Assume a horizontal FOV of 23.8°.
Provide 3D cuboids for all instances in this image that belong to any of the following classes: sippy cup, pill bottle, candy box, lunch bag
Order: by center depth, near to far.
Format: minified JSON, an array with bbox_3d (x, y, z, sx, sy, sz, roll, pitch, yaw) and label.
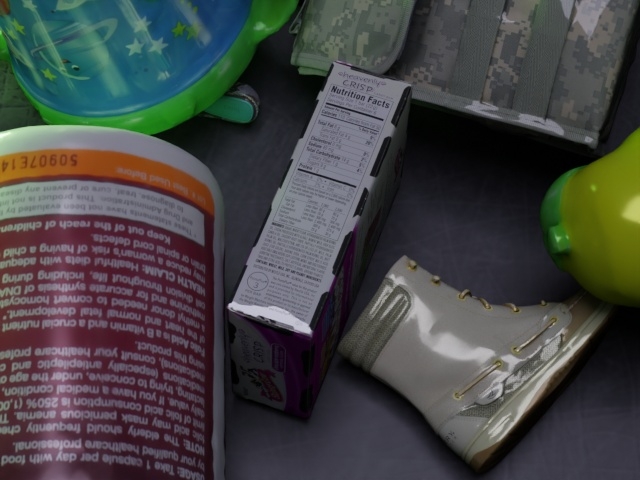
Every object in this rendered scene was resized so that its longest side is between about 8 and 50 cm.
[{"bbox_3d":[-0.180,0.135,1.088,0.224,0.224,0.392,-1,64,-1],"label":"pill bottle"},{"bbox_3d":[0.000,0.000,1.184,0.071,0.159,0.233,19,62,9],"label":"candy box"},{"bbox_3d":[-0.184,-0.237,1.237,0.305,0.224,0.240,-32,56,-3],"label":"sippy cup"},{"bbox_3d":[0.127,-0.219,1.257,0.287,0.169,0.235,17,93,14],"label":"lunch bag"}]

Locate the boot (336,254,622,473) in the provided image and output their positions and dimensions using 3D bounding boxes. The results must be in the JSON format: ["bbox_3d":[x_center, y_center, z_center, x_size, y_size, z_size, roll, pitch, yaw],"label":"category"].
[{"bbox_3d":[0.135,0.058,1.208,0.165,0.077,0.213,38,73,19],"label":"boot"}]

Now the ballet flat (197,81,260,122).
[{"bbox_3d":[-0.107,-0.129,1.323,0.114,0.041,0.041,13,65,6],"label":"ballet flat"}]

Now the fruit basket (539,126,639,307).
[{"bbox_3d":[0.368,-0.018,1.157,0.392,0.283,0.392,-10,66,24],"label":"fruit basket"}]
